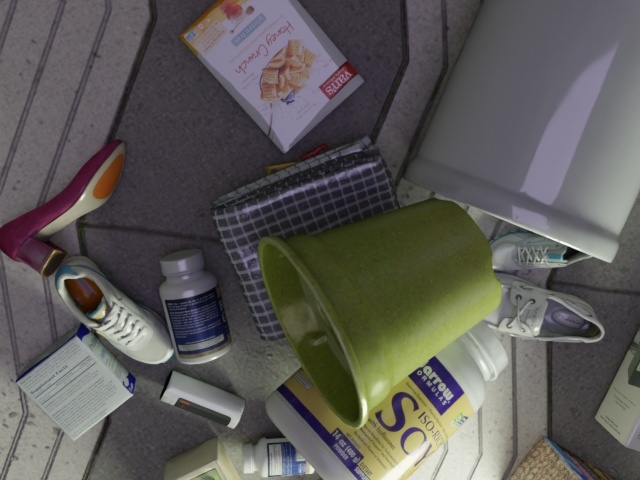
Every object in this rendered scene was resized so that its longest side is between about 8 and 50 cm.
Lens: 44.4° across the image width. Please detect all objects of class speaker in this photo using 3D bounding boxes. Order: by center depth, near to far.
[{"bbox_3d":[-0.198,0.265,1.313,0.136,0.055,0.055,25,98,-13],"label":"speaker"}]

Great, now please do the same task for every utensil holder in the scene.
[{"bbox_3d":[0.343,-0.206,1.142,0.328,0.327,0.385,20,98,-12],"label":"utensil holder"}]

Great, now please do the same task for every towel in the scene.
[{"bbox_3d":[0.000,0.000,1.197,0.284,0.121,0.235,-22,106,-2],"label":"towel"}]

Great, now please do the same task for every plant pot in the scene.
[{"bbox_3d":[0.091,0.069,1.057,0.254,0.276,0.276,-26,105,-16],"label":"plant pot"}]

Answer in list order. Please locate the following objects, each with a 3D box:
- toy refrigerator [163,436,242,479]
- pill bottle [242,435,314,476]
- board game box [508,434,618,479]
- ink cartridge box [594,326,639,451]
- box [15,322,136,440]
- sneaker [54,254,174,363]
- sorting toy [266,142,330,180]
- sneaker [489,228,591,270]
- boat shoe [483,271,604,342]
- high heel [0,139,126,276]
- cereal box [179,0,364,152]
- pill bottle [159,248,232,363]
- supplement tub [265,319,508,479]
[{"bbox_3d":[-0.161,0.486,1.347,0.102,0.094,0.269,-25,104,-1],"label":"toy refrigerator"},{"bbox_3d":[-0.073,0.370,1.346,0.120,0.067,0.067,-2,103,-7],"label":"pill bottle"},{"bbox_3d":[0.501,0.510,1.371,0.291,0.232,0.141,32,97,-12],"label":"board game box"},{"bbox_3d":[0.650,0.250,1.392,0.198,0.115,0.272,21,99,-12],"label":"ink cartridge box"},{"bbox_3d":[-0.392,0.227,1.268,0.126,0.072,0.137,-38,105,2],"label":"box"},{"bbox_3d":[-0.328,0.122,1.244,0.229,0.092,0.087,42,93,-15],"label":"sneaker"},{"bbox_3d":[0.014,-0.027,1.279,0.132,0.046,0.274,-33,105,1],"label":"sorting toy"},{"bbox_3d":[0.371,0.017,1.319,0.191,0.083,0.071,-11,105,-4],"label":"sneaker"},{"bbox_3d":[0.352,0.118,1.331,0.277,0.096,0.098,9,102,-9],"label":"boat shoe"},{"bbox_3d":[-0.402,-0.070,1.212,0.117,0.082,0.244,32,92,15],"label":"high heel"},{"bbox_3d":[-0.073,-0.279,1.209,0.173,0.047,0.240,-42,104,3],"label":"cereal box"},{"bbox_3d":[-0.203,0.103,1.254,0.094,0.094,0.169,-13,104,-5],"label":"pill bottle"},{"bbox_3d":[0.105,0.235,1.234,0.331,0.241,0.241,-42,105,-10],"label":"supplement tub"}]
